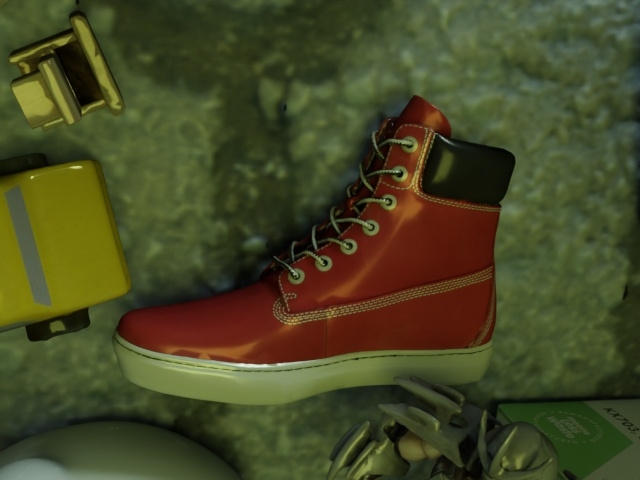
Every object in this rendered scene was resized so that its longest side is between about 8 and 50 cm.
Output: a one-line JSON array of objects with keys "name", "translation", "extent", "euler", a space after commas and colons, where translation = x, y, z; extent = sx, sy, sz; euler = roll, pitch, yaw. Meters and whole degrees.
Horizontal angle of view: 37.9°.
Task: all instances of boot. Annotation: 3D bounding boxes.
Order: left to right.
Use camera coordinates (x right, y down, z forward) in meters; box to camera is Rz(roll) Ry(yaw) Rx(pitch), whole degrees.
[{"name": "boot", "translation": [0.000, 0.000, 0.552], "extent": [0.244, 0.088, 0.176], "euler": [-3, 109, -23]}]

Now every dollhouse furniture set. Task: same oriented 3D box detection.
[{"name": "dollhouse furniture set", "translation": [-0.113, -0.124, 0.424], "extent": [0.101, 0.182, 0.160], "euler": [-24, 112, -6]}]

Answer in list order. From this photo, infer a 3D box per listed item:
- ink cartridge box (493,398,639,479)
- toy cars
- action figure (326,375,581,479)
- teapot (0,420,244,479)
[{"name": "ink cartridge box", "translation": [0.313, 0.199, 0.634], "extent": [0.354, 0.207, 0.119], "euler": [1, 108, -17]}, {"name": "toy cars", "translation": [-0.272, -0.034, 0.434], "extent": [0.394, 0.087, 0.176], "euler": [28, 76, -20]}, {"name": "action figure", "translation": [0.085, 0.196, 0.555], "extent": [0.099, 0.185, 0.285], "euler": [-25, 143, -30]}, {"name": "teapot", "translation": [-0.126, 0.248, 0.546], "extent": [0.256, 0.187, 0.252], "euler": [20, 102, -21]}]
